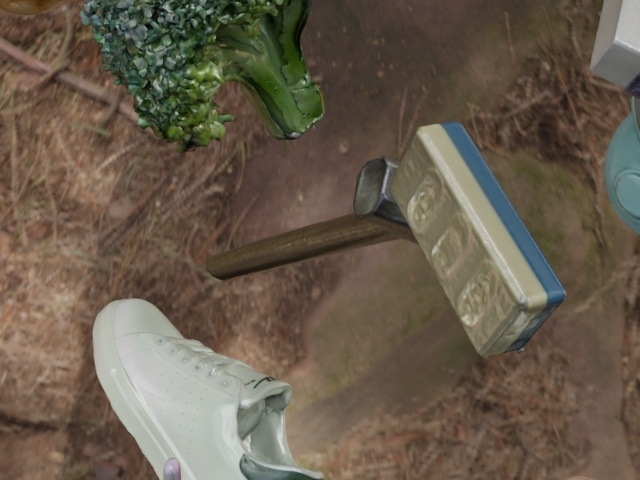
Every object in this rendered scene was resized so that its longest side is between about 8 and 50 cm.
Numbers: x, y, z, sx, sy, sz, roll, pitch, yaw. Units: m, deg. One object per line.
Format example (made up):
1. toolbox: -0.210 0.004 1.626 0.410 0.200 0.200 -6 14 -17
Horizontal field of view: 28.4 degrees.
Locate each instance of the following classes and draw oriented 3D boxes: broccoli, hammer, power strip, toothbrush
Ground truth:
1. broccoli: -0.053 -0.143 0.858 0.194 0.219 0.194 21 149 13
2. hammer: 0.000 0.000 1.007 0.111 0.365 0.043 18 74 -26
3. power strip: 0.079 -0.003 0.673 0.032 0.123 0.056 -11 149 -29
4. toothbrush: -0.143 0.296 1.254 0.025 0.020 0.286 9 139 6

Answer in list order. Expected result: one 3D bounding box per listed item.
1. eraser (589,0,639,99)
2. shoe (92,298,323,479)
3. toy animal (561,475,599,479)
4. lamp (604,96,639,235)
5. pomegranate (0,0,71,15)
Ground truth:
1. eraser: 0.299 -0.119 0.903 0.213 0.091 0.046 24 149 -7
2. shoe: -0.123 0.171 1.398 0.160 0.363 0.132 -43 147 15
3. toy animal: 0.308 0.370 1.327 0.230 0.221 0.210 1 115 -10
4. lamp: 0.364 -0.114 1.131 0.147 0.209 0.284 -13 147 -31
5. pomegranate: -0.276 -0.331 1.173 0.248 0.248 0.248 -1 115 -2
